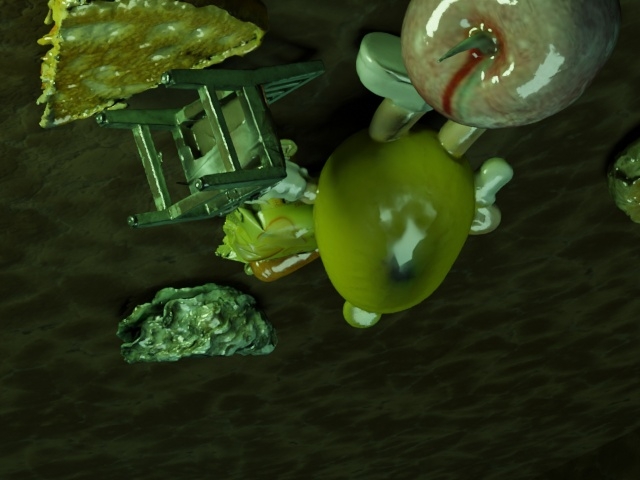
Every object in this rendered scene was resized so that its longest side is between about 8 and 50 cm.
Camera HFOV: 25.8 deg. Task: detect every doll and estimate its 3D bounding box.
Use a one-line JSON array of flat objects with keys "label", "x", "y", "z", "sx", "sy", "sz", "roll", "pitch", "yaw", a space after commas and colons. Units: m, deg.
[{"label": "doll", "x": 0.088, "y": -0.083, "z": 1.775, "sx": 0.348, "sy": 0.161, "sz": 0.423, "roll": 36, "pitch": 121, "yaw": -28}]

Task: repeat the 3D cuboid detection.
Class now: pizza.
[{"label": "pizza", "x": -0.183, "y": -0.216, "z": 1.497, "sx": 0.251, "sy": 0.074, "sz": 0.287, "roll": -5, "pitch": 160, "yaw": -22}]

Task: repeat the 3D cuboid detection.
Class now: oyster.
[{"label": "oyster", "x": -0.192, "y": 0.148, "z": 2.244, "sx": 0.268, "sy": 0.112, "sz": 0.198, "roll": -11, "pitch": 156, "yaw": -13}]

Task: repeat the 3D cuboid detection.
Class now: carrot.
[{"label": "carrot", "x": 0.000, "y": 0.000, "z": 2.089, "sx": 0.257, "sy": 0.061, "sz": 0.061, "roll": -22, "pitch": 155, "yaw": 11}]

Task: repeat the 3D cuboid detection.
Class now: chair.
[{"label": "chair", "x": -0.100, "y": -0.110, "z": 1.583, "sx": 0.136, "sy": 0.147, "sz": 0.270, "roll": -25, "pitch": 171, "yaw": 38}]

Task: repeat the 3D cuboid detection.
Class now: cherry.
[{"label": "cherry", "x": 0.205, "y": -0.229, "z": 1.505, "sx": 0.236, "sy": 0.212, "sz": 0.285, "roll": -2, "pitch": -166, "yaw": 41}]

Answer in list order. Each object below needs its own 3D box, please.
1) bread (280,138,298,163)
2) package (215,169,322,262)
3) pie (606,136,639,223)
[{"label": "bread", "x": -0.055, "y": -0.102, "z": 1.859, "sx": 0.047, "sy": 0.036, "sz": 0.083, "roll": -11, "pitch": 158, "yaw": -10}, {"label": "package", "x": -0.036, "y": -0.033, "z": 1.950, "sx": 0.226, "sy": 0.090, "sz": 0.168, "roll": -14, "pitch": 158, "yaw": -11}, {"label": "pie", "x": 0.593, "y": -0.117, "z": 2.106, "sx": 0.340, "sy": 0.083, "sz": 0.339, "roll": -11, "pitch": 159, "yaw": -5}]
